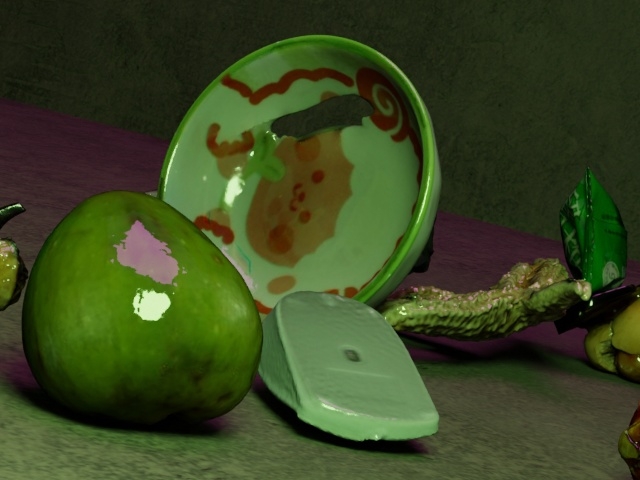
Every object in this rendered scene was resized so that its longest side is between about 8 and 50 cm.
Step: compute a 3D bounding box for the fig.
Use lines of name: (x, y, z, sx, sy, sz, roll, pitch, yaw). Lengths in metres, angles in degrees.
fig: (-0.140, 0.054, 1.479, 0.181, 0.191, 0.181, -13, -16, -4)

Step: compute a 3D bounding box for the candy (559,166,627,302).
candy: (0.322, 0.002, 2.266, 0.078, 0.141, 0.203, -13, -11, 7)

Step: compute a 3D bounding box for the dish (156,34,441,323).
dish: (-0.005, -0.042, 2.018, 0.324, 0.324, 0.124, 17, -8, 32)

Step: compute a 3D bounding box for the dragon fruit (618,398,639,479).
dragon fruit: (0.310, 0.178, 1.602, 0.125, 0.125, 0.246, 0, -12, 9)

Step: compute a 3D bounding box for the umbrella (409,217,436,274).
umbrella: (-0.005, -0.024, 2.150, 0.272, 0.110, 0.122, 6, 42, 7)

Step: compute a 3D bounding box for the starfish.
starfish: (0.152, 0.070, 2.163, 0.324, 0.082, 0.432, -7, 5, -3)

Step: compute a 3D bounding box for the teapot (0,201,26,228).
teapot: (-0.400, -0.033, 2.031, 0.177, 0.096, 0.087, 11, 7, -12)

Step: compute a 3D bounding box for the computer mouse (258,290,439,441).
computer mouse: (0.016, 0.119, 1.643, 0.128, 0.079, 0.231, 8, 23, -15)

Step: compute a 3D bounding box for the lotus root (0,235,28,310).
lotus root: (-0.361, 0.012, 1.448, 0.284, 0.146, 0.160, 8, -30, -20)

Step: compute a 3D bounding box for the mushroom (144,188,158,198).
mushroom: (-0.104, 0.003, 2.261, 0.270, 0.103, 0.118, 19, 32, 32)

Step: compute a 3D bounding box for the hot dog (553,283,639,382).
hot dog: (0.438, 0.097, 2.282, 0.326, 0.107, 0.194, -15, -13, -17)
